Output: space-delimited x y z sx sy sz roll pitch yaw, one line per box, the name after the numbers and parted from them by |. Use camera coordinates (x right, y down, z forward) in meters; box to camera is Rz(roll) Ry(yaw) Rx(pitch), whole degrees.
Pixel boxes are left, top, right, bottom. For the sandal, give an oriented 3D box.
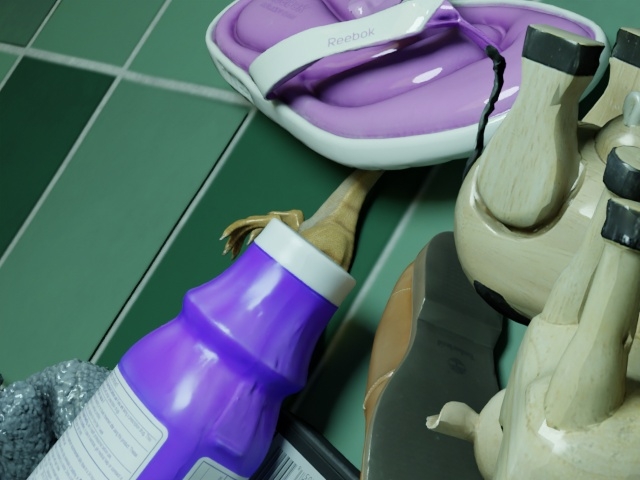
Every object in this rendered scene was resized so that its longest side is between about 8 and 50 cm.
0.020 -0.146 0.913 0.169 0.102 0.416 -44 32 -18 | sandal

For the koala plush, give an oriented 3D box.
-0.253 0.199 0.893 0.203 0.196 0.221 -47 35 27 | koala plush

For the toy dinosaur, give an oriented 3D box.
0.000 0.000 0.895 0.112 0.064 0.211 17 72 24 | toy dinosaur

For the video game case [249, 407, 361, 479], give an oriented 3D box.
-0.023 0.257 0.708 0.248 0.035 0.275 -53 37 -1 | video game case

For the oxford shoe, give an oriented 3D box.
0.056 0.095 0.733 0.076 0.076 0.212 -46 18 43 | oxford shoe

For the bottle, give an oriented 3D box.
-0.089 0.116 0.789 0.283 0.092 0.118 -52 33 0 | bottle

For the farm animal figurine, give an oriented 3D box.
0.152 0.036 0.501 0.327 0.330 0.172 47 127 51 | farm animal figurine
